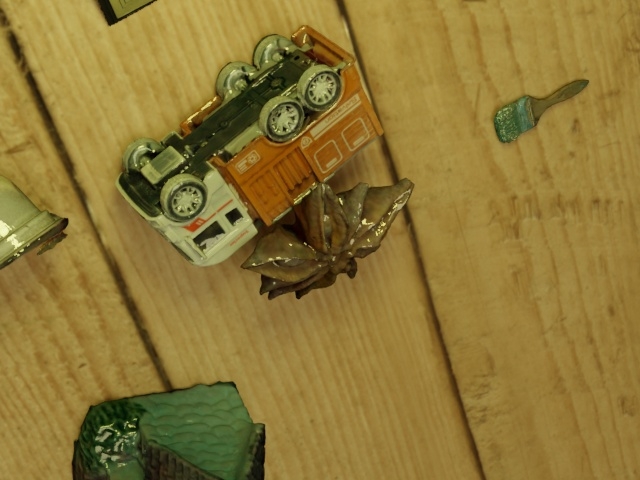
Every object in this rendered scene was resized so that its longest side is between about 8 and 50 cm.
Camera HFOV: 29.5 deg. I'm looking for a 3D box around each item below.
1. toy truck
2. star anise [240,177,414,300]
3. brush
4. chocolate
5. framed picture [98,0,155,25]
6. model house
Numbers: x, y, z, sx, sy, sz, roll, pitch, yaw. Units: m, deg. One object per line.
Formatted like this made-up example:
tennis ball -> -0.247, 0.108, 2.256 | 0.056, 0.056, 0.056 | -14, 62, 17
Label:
toy truck -> -0.102, -0.131, 1.844 | 0.387, 0.173, 0.207 | -39, 132, -7
star anise -> 0.002, 0.000, 1.911 | 0.349, 0.109, 0.292 | -8, 153, -49
brush -> 0.388, -0.235, 2.111 | 0.196, 0.021, 0.070 | -28, 123, -12
chocolate -> -0.472, -0.026, 1.735 | 0.221, 0.221, 0.147 | -28, 96, -11
framed picture -> -0.244, -0.415, 1.705 | 0.199, 0.010, 0.195 | -31, 141, -9
model house -> -0.216, 0.474, 1.969 | 0.297, 0.339, 0.360 | -6, 115, -25
